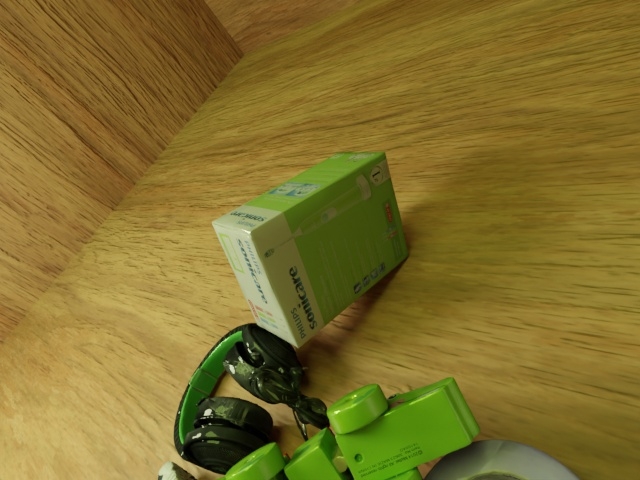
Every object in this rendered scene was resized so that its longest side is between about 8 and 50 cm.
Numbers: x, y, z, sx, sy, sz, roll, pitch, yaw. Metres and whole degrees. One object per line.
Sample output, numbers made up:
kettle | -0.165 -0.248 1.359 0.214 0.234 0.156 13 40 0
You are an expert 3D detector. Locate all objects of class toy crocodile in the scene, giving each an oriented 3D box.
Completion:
toy crocodile | 0.010 0.252 0.469 0.340 0.105 0.115 -32 81 7

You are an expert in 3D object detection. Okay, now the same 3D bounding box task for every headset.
headset | -0.133 0.238 0.668 0.394 0.185 0.243 -11 45 49

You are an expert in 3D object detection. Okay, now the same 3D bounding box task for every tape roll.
tape roll | 0.186 0.301 0.400 0.189 0.080 0.189 -24 40 22

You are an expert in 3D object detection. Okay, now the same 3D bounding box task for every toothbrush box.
toothbrush box | 0.000 0.000 0.699 0.283 0.206 0.122 -36 30 -31

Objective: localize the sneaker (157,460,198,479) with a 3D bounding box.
sneaker | -0.226 0.453 0.607 0.153 0.094 0.235 -42 45 -15
